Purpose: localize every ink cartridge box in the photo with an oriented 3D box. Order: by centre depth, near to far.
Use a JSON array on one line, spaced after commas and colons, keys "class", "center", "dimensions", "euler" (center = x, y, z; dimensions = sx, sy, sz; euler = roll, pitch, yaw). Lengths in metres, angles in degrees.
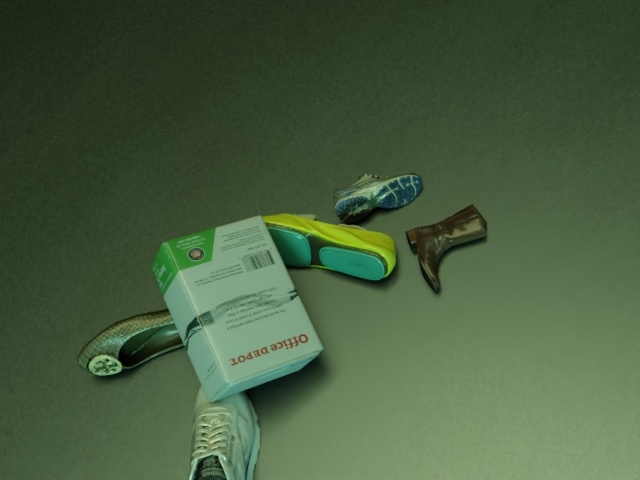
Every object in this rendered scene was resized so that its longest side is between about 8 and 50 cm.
[{"class": "ink cartridge box", "center": [-0.112, 0.090, 1.354], "dimensions": [0.153, 0.087, 0.208], "euler": [-16, 71, -30]}]

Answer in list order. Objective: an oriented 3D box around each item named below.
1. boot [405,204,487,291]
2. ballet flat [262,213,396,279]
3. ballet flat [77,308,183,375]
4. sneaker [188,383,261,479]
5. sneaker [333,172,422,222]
[{"class": "boot", "center": [0.188, 0.008, 1.421], "dimensions": [0.114, 0.037, 0.106], "euler": [-19, 62, -3]}, {"class": "ballet flat", "center": [0.000, 0.000, 1.452], "dimensions": [0.230, 0.077, 0.077], "euler": [13, 44, 16]}, {"class": "ballet flat", "center": [-0.216, 0.133, 1.421], "dimensions": [0.249, 0.084, 0.058], "euler": [-22, 58, -6]}, {"class": "sneaker", "center": [-0.130, 0.272, 1.315], "dimensions": [0.090, 0.095, 0.235], "euler": [-11, 59, 9]}, {"class": "sneaker", "center": [0.080, -0.076, 1.479], "dimensions": [0.135, 0.052, 0.058], "euler": [-17, 44, -8]}]
